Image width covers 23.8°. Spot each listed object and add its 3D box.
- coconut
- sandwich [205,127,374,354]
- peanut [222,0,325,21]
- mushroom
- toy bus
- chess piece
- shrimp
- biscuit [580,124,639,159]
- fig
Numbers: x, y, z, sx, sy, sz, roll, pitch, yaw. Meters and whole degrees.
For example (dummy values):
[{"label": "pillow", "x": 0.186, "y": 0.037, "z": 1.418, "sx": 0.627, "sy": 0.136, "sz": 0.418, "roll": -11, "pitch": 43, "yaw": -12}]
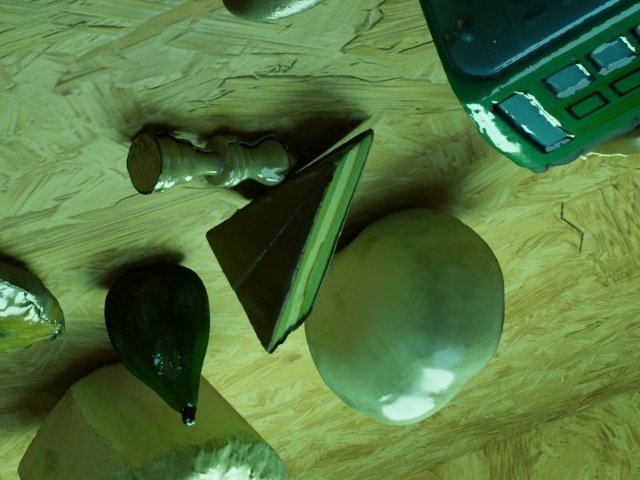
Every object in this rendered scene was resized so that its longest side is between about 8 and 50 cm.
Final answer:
[{"label": "coconut", "x": -0.223, "y": 0.301, "z": 1.907, "sx": 0.297, "sy": 0.309, "sz": 0.297, "roll": -21, "pitch": 125, "yaw": -33}, {"label": "sandwich", "x": 0.000, "y": 0.000, "z": 1.515, "sx": 0.187, "sy": 0.144, "sz": 0.117, "roll": -29, "pitch": -172, "yaw": 32}, {"label": "peanut", "x": -0.012, "y": -0.211, "z": 1.121, "sx": 0.152, "sy": 0.076, "sz": 0.076, "roll": -24, "pitch": 159, "yaw": 24}, {"label": "mushroom", "x": 0.118, "y": 0.089, "z": 1.761, "sx": 0.234, "sy": 0.253, "sz": 0.260, "roll": 10, "pitch": -173, "yaw": -39}, {"label": "toy bus", "x": 0.245, "y": -0.214, "z": 1.194, "sx": 0.344, "sy": 0.183, "sz": 0.199, "roll": -30, "pitch": 152, "yaw": 23}, {"label": "chess piece", "x": -0.094, "y": -0.074, "z": 1.420, "sx": 0.172, "sy": 0.060, "sz": 0.060, "roll": -5, "pitch": 155, "yaw": -39}, {"label": "shrimp", "x": -0.361, "y": 0.067, "z": 1.527, "sx": 0.164, "sy": 0.062, "sz": 0.317, "roll": -17, "pitch": 162, "yaw": 1}, {"label": "biscuit", "x": 0.322, "y": -0.142, "z": 1.455, "sx": 0.309, "sy": 0.204, "sz": 0.040, "roll": -20, "pitch": 116, "yaw": 0}, {"label": "fig", "x": -0.171, "y": 0.117, "z": 1.658, "sx": 0.117, "sy": 0.177, "sz": 0.117, "roll": -14, "pitch": 177, "yaw": -1}]
